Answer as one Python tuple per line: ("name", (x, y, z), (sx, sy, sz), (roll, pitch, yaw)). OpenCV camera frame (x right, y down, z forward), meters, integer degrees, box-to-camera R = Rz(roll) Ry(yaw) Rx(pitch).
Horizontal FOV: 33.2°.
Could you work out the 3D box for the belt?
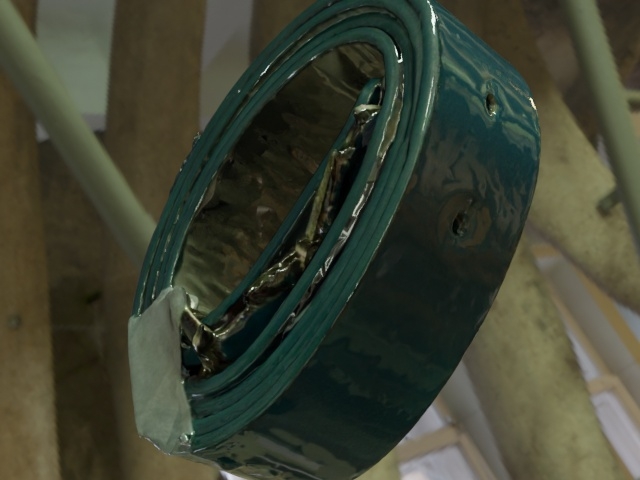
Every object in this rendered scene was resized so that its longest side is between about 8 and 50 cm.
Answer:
("belt", (0.001, -0.001, 0.917), (0.173, 0.300, 0.436), (32, -91, -37))
